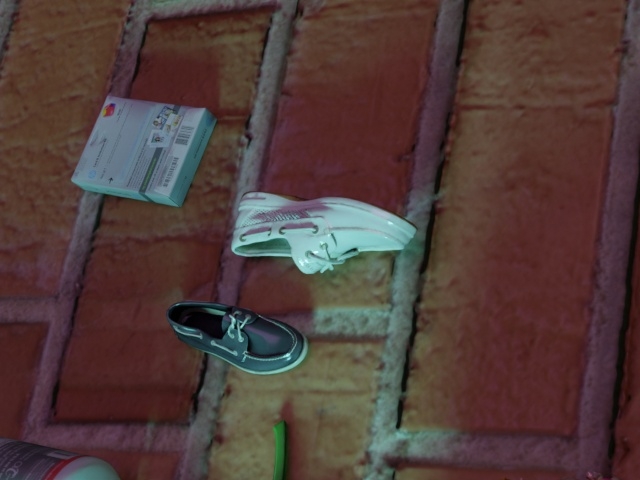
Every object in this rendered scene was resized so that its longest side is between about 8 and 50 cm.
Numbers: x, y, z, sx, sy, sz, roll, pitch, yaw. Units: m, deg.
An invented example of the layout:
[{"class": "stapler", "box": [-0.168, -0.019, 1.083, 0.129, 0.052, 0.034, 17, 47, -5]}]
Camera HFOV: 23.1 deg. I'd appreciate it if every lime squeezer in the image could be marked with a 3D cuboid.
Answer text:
[{"class": "lime squeezer", "box": [-0.009, 0.354, 1.864, 0.110, 0.059, 0.310, -24, 48, -21]}]

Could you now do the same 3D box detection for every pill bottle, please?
[{"class": "pill bottle", "box": [-0.407, 0.337, 2.015, 0.283, 0.161, 0.161, 6, 69, 32]}]

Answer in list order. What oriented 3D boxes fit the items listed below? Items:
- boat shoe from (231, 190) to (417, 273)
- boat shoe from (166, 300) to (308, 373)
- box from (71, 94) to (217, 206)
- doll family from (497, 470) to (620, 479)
[{"class": "boat shoe", "box": [0.000, 0.000, 2.009, 0.277, 0.098, 0.096, 4, 68, 41]}, {"class": "boat shoe", "box": [-0.113, 0.121, 2.023, 0.206, 0.065, 0.075, 11, 71, 33]}, {"class": "box", "box": [-0.255, -0.130, 2.250, 0.186, 0.038, 0.145, 10, 70, 32]}, {"class": "doll family", "box": [0.224, 0.344, 1.685, 0.263, 0.118, 0.163, -48, 53, -1]}]
